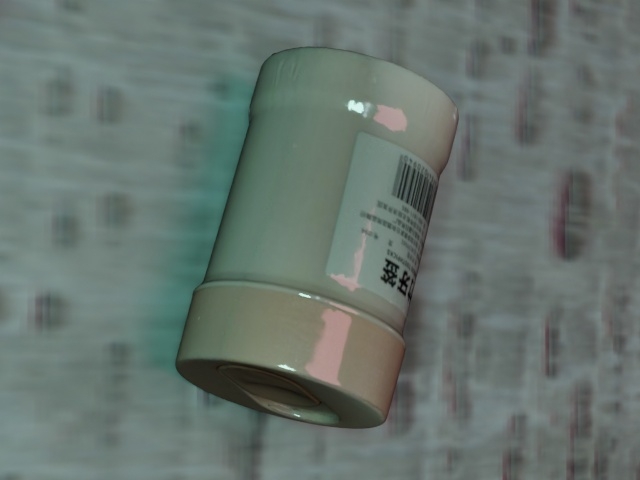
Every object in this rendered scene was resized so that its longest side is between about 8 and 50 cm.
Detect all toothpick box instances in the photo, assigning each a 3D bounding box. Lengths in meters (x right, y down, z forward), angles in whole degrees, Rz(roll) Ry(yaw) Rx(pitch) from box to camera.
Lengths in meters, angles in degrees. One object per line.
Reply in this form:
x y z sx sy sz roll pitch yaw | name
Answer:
0.000 0.000 0.743 0.098 0.098 0.149 30 67 -40 | toothpick box
